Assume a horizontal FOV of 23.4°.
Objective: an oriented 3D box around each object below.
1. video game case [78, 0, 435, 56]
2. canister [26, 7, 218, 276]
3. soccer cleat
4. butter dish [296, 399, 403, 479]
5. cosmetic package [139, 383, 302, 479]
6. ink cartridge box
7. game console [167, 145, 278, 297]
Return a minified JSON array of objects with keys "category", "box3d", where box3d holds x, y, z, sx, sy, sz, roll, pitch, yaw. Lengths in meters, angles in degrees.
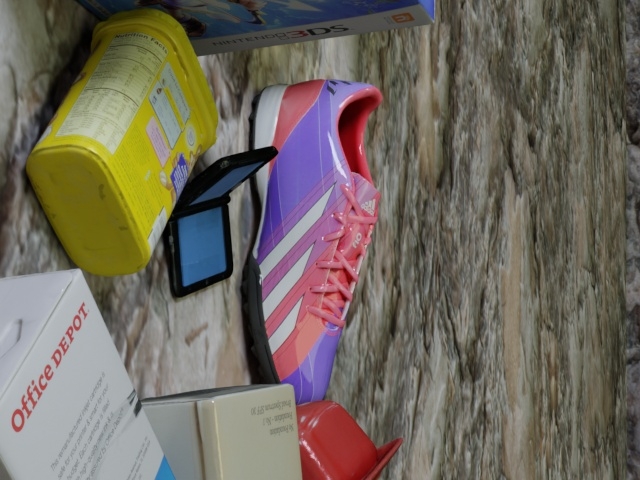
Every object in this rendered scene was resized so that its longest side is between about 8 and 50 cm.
[{"category":"video game case","box3d":[-0.071,-0.215,1.110,0.269,0.244,0.061,35,52,-63]},{"category":"canister","box3d":[-0.142,-0.072,1.125,0.170,0.073,0.126,-70,148,-47]},{"category":"soccer cleat","box3d":[0.000,0.000,1.416,0.108,0.116,0.318,38,49,-63]},{"category":"butter dish","box3d":[-0.033,0.180,1.272,0.118,0.160,0.160,58,20,0]},{"category":"cosmetic package","box3d":[-0.081,0.266,1.128,0.160,0.113,0.310,0,83,-70]},{"category":"ink cartridge box","box3d":[-0.173,0.141,0.955,0.148,0.085,0.203,-67,144,-52]},{"category":"game console","box3d":[-0.078,-0.018,1.287,0.071,0.107,0.122,55,20,4]}]
